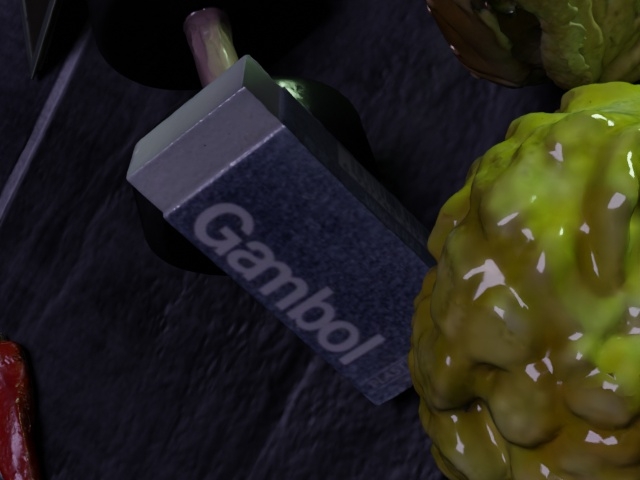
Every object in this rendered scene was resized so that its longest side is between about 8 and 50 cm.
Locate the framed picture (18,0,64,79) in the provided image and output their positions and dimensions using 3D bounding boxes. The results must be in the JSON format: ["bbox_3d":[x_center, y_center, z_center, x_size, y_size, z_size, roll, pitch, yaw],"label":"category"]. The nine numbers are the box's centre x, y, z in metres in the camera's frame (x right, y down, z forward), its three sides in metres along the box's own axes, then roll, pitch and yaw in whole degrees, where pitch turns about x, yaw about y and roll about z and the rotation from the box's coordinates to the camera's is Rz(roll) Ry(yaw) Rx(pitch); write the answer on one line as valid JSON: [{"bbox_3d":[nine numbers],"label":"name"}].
[{"bbox_3d":[-0.235,-0.292,0.989,0.197,0.014,0.252,-55,43,50],"label":"framed picture"}]

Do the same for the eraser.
[{"bbox_3d":[0.000,0.000,0.653,0.092,0.212,0.046,-34,29,22],"label":"eraser"}]

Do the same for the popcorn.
[{"bbox_3d":[0.141,0.027,0.553,0.181,0.217,0.235,23,82,13],"label":"popcorn"}]

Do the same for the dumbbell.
[{"bbox_3d":[-0.062,-0.101,0.763,0.152,0.152,0.218,-32,58,24],"label":"dumbbell"}]

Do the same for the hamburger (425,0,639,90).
[{"bbox_3d":[0.132,-0.210,0.591,0.146,0.243,0.286,22,122,35],"label":"hamburger"}]

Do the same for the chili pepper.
[{"bbox_3d":[-0.233,0.144,0.888,0.045,0.027,0.178,-32,60,23],"label":"chili pepper"}]
